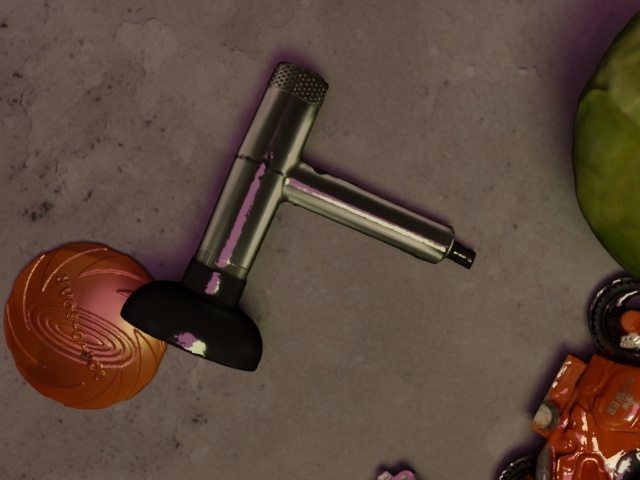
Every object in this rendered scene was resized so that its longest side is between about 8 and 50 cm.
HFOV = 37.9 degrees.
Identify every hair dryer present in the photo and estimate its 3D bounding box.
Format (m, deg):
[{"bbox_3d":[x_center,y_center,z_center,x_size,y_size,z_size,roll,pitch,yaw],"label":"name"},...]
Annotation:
[{"bbox_3d":[-0.007,0.013,0.964,0.284,0.156,0.320,32,89,11],"label":"hair dryer"}]

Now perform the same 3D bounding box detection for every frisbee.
[{"bbox_3d":[-0.267,0.099,1.049,0.191,0.035,0.192,0,95,5],"label":"frisbee"}]

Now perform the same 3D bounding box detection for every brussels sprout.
[{"bbox_3d":[0.380,-0.098,0.856,0.328,0.328,0.247,-37,66,7],"label":"brussels sprout"}]

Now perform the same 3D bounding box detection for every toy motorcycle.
[{"bbox_3d":[0.331,0.216,0.967,0.221,0.147,0.326,29,96,23],"label":"toy motorcycle"}]

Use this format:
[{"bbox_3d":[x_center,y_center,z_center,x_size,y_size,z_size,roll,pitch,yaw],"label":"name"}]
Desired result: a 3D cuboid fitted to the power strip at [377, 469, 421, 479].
[{"bbox_3d":[0.119,0.375,0.972,0.109,0.037,0.279,-38,56,7],"label":"power strip"}]
